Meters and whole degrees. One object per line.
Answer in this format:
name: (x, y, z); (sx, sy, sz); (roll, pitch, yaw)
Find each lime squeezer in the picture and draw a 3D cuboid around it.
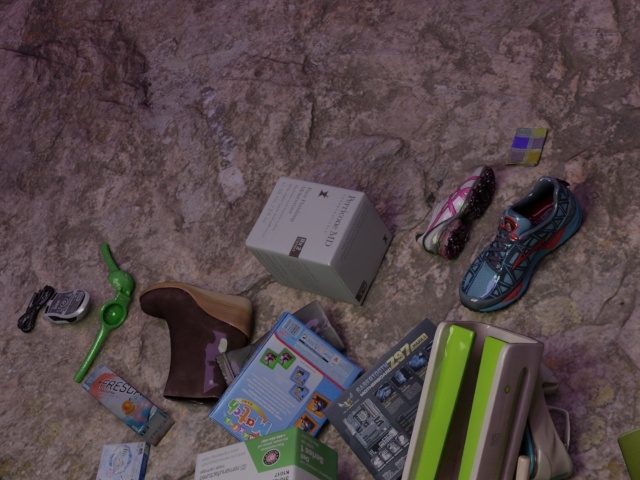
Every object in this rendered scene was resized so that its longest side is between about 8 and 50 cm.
lime squeezer: (-0.419, 0.122, 1.974); (0.109, 0.059, 0.311); (-11, 55, 20)

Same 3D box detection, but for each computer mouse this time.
computer mouse: (-0.518, 0.137, 2.016); (0.193, 0.042, 0.106); (-2, 52, 39)

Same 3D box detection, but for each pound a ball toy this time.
pound a ball toy: (0.246, 0.292, 1.413); (0.208, 0.135, 0.319); (16, 97, 44)

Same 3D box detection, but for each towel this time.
towel: (0.366, -0.167, 1.796); (0.060, 0.009, 0.083); (8, 63, 32)

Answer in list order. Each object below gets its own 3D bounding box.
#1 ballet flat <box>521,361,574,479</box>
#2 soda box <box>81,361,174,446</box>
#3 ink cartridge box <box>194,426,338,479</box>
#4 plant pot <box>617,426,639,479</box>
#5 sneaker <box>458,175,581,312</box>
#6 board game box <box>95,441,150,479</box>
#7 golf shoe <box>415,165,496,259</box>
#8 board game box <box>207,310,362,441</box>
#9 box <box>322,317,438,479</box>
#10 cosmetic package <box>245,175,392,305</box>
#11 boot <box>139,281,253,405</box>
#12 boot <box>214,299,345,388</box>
ballet flat: (0.322, 0.242, 1.503); (0.086, 0.086, 0.249); (-18, 53, 16)
soda box: (-0.346, 0.292, 1.813); (0.183, 0.063, 0.058); (28, 74, 38)
ink cartridge box: (-0.089, 0.440, 1.486); (0.201, 0.117, 0.278); (-21, 47, 29)
plant pot: (0.525, 0.363, 1.210); (0.274, 0.275, 0.294); (-14, 68, 19)
sneaker: (0.307, -0.003, 1.637); (0.262, 0.125, 0.104); (-48, 50, -9)
board game box: (-0.347, 0.399, 1.768); (0.090, 0.020, 0.090); (-8, 56, 22)
golf shoe: (0.233, -0.058, 1.752); (0.086, 0.067, 0.186); (23, 71, 38)
board game box: (-0.057, 0.247, 1.646); (0.211, 0.160, 0.039); (-53, 7, -14)
box: (0.143, 0.260, 1.585); (0.232, 0.059, 0.183); (-42, 50, -3)
cosmetic package: (0.000, 0.000, 1.776); (0.183, 0.151, 0.151); (12, 66, 33)
boot: (-0.250, 0.184, 1.819); (0.248, 0.090, 0.207); (4, 58, 25)
boot: (-0.054, 0.222, 1.709); (0.208, 0.076, 0.190); (-23, 76, -12)
